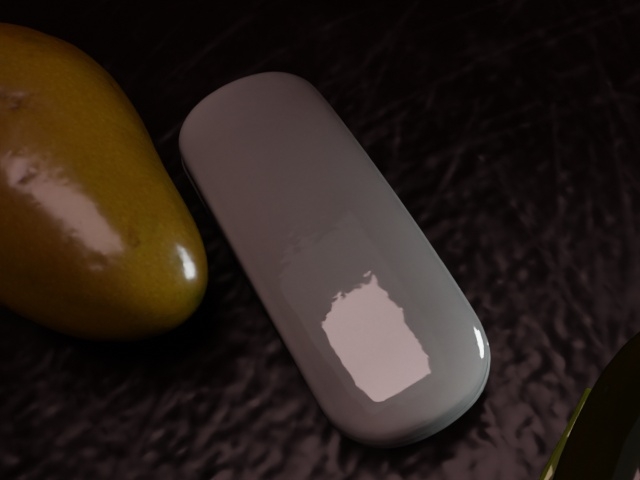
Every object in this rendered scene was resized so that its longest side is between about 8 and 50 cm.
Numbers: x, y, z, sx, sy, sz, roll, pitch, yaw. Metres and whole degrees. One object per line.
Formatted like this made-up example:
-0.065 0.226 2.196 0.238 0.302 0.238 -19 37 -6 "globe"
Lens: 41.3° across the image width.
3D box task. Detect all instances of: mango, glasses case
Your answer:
-0.155 -0.038 0.466 0.253 0.113 0.138 35 72 23 "mango"
0.000 0.000 0.448 0.092 0.059 0.233 -29 59 -9 "glasses case"

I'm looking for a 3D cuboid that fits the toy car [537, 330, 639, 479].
0.194 0.115 0.268 0.247 0.198 0.204 27 68 22 "toy car"
